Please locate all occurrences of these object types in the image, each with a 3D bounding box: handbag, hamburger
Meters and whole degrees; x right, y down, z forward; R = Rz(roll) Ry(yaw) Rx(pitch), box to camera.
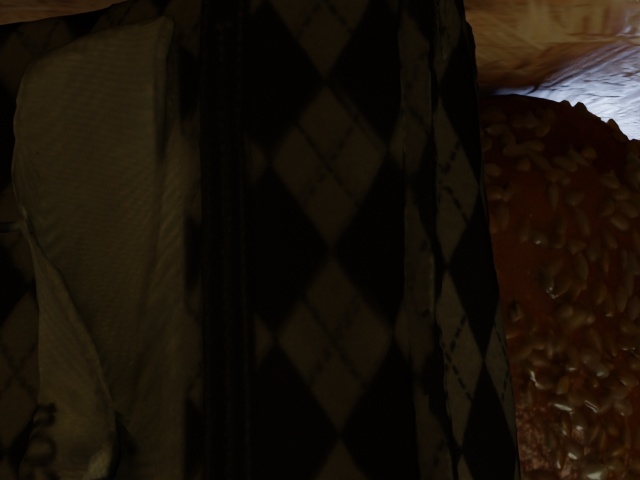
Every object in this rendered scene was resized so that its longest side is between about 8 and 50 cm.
[{"bbox_3d":[-0.137,0.041,0.474,0.416,0.317,0.180,-6,172,11],"label":"handbag"},{"bbox_3d":[0.097,0.057,0.711,0.291,0.291,0.225,3,172,-24],"label":"hamburger"}]
